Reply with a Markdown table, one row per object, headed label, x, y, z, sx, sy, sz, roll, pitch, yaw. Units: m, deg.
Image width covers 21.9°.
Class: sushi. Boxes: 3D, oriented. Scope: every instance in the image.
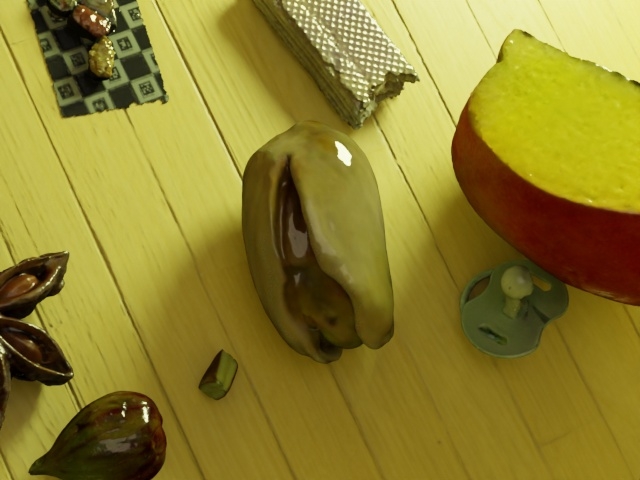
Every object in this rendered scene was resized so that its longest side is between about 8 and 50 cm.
| label | x | y | z | sx | sy | sz | roll | pitch | yaw |
| --- | --- | --- | --- | --- | --- | --- | --- | --- | --- |
| sushi | -0.272 | -0.250 | 2.007 | 0.139 | 0.031 | 0.201 | -14 | 76 | -22 |

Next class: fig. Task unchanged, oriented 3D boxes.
| label | x | y | z | sx | sy | sz | roll | pitch | yaw |
| --- | --- | --- | --- | --- | --- | --- | --- | --- | --- |
| fig | -0.246 | 0.227 | 1.813 | 0.155 | 0.103 | 0.109 | -10 | 38 | -10 |

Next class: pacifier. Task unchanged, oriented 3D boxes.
| label | x | y | z | sx | sy | sz | roll | pitch | yaw |
| --- | --- | --- | --- | --- | --- | --- | --- | --- | --- |
| pacifier | 0.233 | 0.067 | 2.015 | 0.127 | 0.116 | 0.150 | 37 | 66 | 26 |

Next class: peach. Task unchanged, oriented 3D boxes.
| label | x | y | z | sx | sy | sz | roll | pitch | yaw |
| --- | --- | --- | --- | --- | --- | --- | --- | --- | --- |
| peach | 0.340 | -0.055 | 1.991 | 0.380 | 0.306 | 0.242 | 25 | 73 | 13 |

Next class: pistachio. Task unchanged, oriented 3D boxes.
| label | x | y | z | sx | sy | sz | roll | pitch | yaw |
| --- | --- | --- | --- | --- | --- | --- | --- | --- | --- |
| pistachio | 0.000 | 0.000 | 1.947 | 0.166 | 0.197 | 0.288 | -13 | 85 | 23 |

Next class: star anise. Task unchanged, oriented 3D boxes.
| label | x | y | z | sx | sy | sz | roll | pitch | yaw |
| --- | --- | --- | --- | --- | --- | --- | --- | --- | --- |
| star anise | -0.365 | 0.089 | 1.827 | 0.214 | 0.099 | 0.220 | 44 | 59 | -15 |

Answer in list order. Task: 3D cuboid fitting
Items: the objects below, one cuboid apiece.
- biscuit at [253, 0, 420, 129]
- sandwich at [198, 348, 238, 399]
| label | x | y | z | sx | sy | sz | roll | pitch | yaw |
| --- | --- | --- | --- | --- | --- | --- | --- | --- | --- |
| biscuit | 0.013 | -0.259 | 2.087 | 0.108 | 0.062 | 0.239 | -35 | 84 | -23 |
| sandwich | -0.120 | 0.162 | 1.908 | 0.031 | 0.044 | 0.083 | 37 | 22 | -7 |
